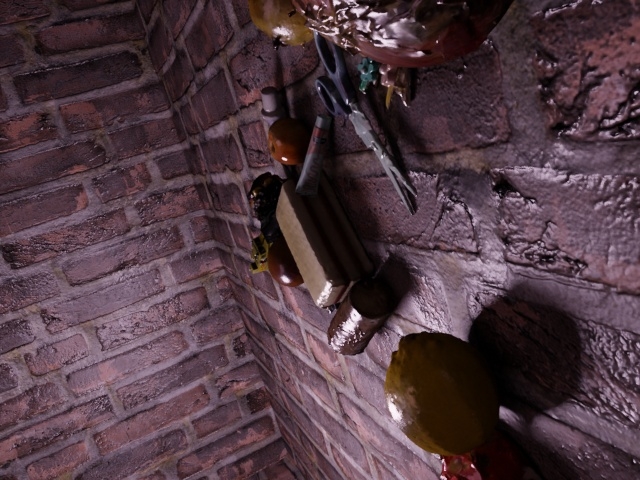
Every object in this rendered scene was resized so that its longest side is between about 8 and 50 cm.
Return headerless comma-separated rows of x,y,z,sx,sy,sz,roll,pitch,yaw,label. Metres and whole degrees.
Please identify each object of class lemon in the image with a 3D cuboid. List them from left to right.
0.224,0.282,0.978,0.260,0.204,0.204,60,162,-11,lemon

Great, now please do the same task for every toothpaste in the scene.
-0.119,-0.305,1.485,0.282,0.068,0.099,78,-170,-49,toothpaste
-0.014,-0.197,1.252,0.036,0.056,0.205,-94,16,-59,toothpaste

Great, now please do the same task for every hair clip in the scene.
0.099,-0.327,0.917,0.049,0.049,0.173,58,154,27,hair clip
0.124,-0.312,0.851,0.062,0.056,0.214,-84,-7,-49,hair clip

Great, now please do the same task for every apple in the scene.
-0.080,-0.252,1.361,0.126,0.102,0.126,53,156,37,apple

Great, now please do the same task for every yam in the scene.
0.098,0.193,1.324,0.131,0.131,0.280,60,157,22,yam

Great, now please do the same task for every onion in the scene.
0.072,-0.354,0.583,0.354,0.353,0.354,52,154,38,onion

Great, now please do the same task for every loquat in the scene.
-0.064,-0.480,1.033,0.172,0.149,0.205,-145,53,-59,loquat

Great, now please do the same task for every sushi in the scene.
-0.143,-0.120,1.567,0.150,0.153,0.172,46,-167,18,sushi

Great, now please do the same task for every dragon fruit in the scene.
0.333,0.474,0.998,0.189,0.163,0.262,-41,68,40,dragon fruit

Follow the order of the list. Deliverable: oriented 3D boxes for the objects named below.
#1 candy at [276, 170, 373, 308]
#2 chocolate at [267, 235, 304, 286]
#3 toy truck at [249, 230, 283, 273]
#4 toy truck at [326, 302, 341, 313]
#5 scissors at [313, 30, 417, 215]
0.000,0.000,1.365,0.321,0.135,0.179,63,158,14,candy
-0.094,0.069,1.624,0.177,0.176,0.177,52,154,38,chocolate
-0.193,0.031,1.907,0.127,0.127,0.257,64,156,17,toy truck
0.025,0.124,1.496,0.192,0.083,0.092,48,152,41,toy truck
0.086,-0.220,1.033,0.383,0.029,0.256,59,172,12,scissors
